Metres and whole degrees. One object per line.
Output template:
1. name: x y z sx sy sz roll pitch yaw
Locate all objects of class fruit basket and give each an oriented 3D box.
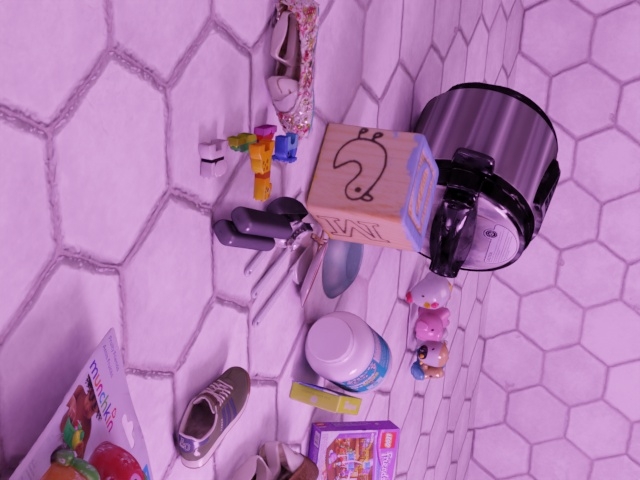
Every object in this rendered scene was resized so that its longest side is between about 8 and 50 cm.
1. fruit basket: -0.283 0.340 1.147 0.353 0.165 0.327 -59 152 -49

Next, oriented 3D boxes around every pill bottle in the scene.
1. pill bottle: 0.055 0.233 1.991 0.264 0.146 0.146 45 59 -65

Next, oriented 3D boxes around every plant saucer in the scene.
1. plant saucer: 0.058 0.035 2.048 0.195 0.037 0.195 12 90 -70

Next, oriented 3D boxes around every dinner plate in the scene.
1. dinner plate: -0.016 0.065 1.855 0.141 0.017 0.141 23 90 -86

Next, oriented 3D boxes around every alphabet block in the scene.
1. alphabet block: 0.108 -0.102 1.870 0.193 0.197 0.192 54 48 -64

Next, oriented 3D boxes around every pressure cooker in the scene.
1. pressure cooker: 0.358 -0.121 2.298 0.370 0.375 0.420 45 53 -29

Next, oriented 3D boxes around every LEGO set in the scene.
1. LEGO set: -0.100 -0.117 1.486 0.227 0.087 0.093 -30 128 -62

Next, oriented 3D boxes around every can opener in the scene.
1. can opener: -0.094 -0.025 1.590 0.074 0.093 0.280 -37 167 18

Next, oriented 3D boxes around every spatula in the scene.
1. spatula: -0.071 0.041 1.739 0.242 0.019 0.168 -56 151 -46

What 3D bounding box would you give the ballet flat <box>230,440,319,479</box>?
1. ballet flat: -0.102 0.455 1.788 0.342 0.116 0.124 -26 106 -60

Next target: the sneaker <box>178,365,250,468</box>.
1. sneaker: -0.171 0.269 1.530 0.086 0.064 0.192 84 29 -50

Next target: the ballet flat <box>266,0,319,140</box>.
1. ballet flat: -0.053 -0.284 1.550 0.077 0.091 0.241 -4 99 -46

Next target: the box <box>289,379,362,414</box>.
1. box: 0.010 0.329 1.975 0.178 0.109 0.042 33 71 -68

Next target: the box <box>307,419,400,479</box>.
1. box: 0.061 0.554 2.137 0.200 0.057 0.293 4 100 -25

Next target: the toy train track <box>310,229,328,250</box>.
1. toy train track: 0.000 0.000 1.909 0.083 0.014 0.048 36 67 -67

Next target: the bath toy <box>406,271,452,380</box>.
1. bath toy: 0.309 0.247 2.707 0.129 0.151 0.348 -19 132 -16
